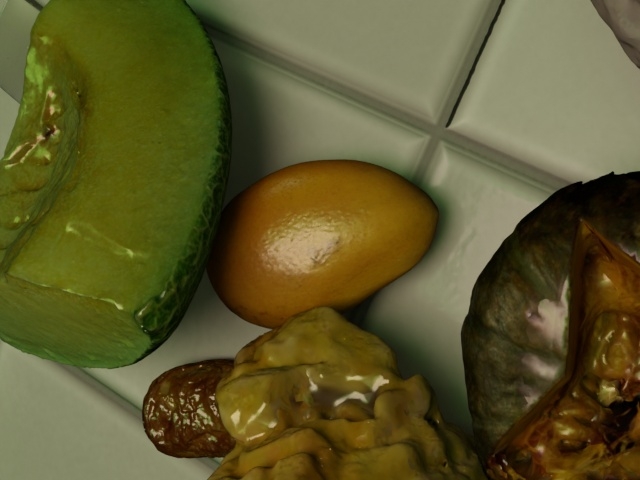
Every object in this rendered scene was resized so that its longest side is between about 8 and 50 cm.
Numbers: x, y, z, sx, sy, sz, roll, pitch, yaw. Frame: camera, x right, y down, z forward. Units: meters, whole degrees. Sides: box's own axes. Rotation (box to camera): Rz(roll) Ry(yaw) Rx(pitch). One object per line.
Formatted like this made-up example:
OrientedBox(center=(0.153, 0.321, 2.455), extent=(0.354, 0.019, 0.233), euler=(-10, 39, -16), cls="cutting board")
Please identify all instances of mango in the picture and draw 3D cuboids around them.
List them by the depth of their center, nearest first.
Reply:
OrientedBox(center=(0.000, 0.000, 0.814), extent=(0.219, 0.112, 0.144), euler=(-18, 81, 16), cls="mango")

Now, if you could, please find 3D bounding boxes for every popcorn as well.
OrientedBox(center=(0.021, 0.213, 0.711), extent=(0.225, 0.265, 0.332), euler=(129, 138, -53), cls="popcorn")

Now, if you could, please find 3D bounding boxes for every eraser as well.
OrientedBox(center=(-0.310, -0.198, 1.007), extent=(0.150, 0.023, 0.103), euler=(38, 107, 20), cls="eraser")

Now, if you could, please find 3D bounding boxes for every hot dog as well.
OrientedBox(center=(-0.100, 0.167, 0.886), extent=(0.147, 0.065, 0.099), euler=(-6, 87, 15), cls="hot dog")

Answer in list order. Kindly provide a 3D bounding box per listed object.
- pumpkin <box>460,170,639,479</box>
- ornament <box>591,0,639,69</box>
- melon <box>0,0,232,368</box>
OrientedBox(center=(0.249, 0.099, 0.643), extent=(0.321, 0.192, 0.320), euler=(1, 93, 25), cls="pumpkin")
OrientedBox(center=(0.309, -0.221, 0.540), extent=(0.337, 0.337, 0.337), euler=(0, 91, 26), cls="ornament")
OrientedBox(center=(-0.202, -0.076, 0.841), extent=(0.331, 0.226, 0.343), euler=(-20, 43, 59), cls="melon")
